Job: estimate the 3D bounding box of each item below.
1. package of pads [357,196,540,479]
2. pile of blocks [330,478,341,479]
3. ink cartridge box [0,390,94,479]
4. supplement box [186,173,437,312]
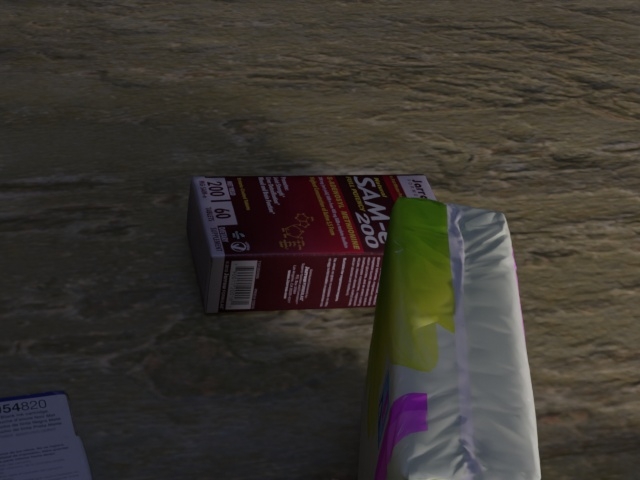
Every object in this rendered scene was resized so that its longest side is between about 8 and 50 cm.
[{"bbox_3d":[0.085,0.145,0.926,0.101,0.229,0.296,6,38,-1],"label":"package of pads"},{"bbox_3d":[-0.052,0.287,0.775,0.113,0.149,0.362,10,38,1],"label":"pile of blocks"},{"bbox_3d":[-0.269,0.211,0.910,0.223,0.045,0.224,-6,39,-19],"label":"ink cartridge box"},{"bbox_3d":[0.000,0.000,1.225,0.240,0.073,0.130,-1,38,-16],"label":"supplement box"}]
